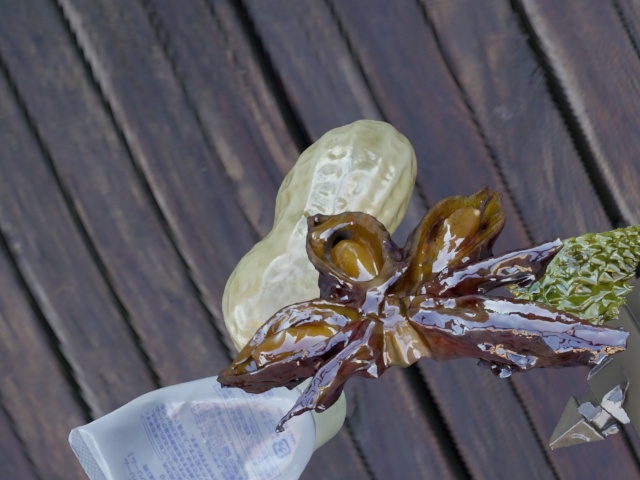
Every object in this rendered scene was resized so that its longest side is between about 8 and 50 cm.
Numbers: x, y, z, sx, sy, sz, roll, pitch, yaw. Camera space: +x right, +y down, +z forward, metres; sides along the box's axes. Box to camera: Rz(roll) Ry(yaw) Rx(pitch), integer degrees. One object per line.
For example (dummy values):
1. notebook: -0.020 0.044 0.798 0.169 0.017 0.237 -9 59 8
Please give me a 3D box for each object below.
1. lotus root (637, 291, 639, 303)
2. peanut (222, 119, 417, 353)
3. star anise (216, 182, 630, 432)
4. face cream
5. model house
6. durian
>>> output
1. lotus root: 0.339 0.000 1.297 0.183 0.077 0.090 -38 112 -3
2. peanut: 0.000 0.000 1.678 0.147 0.147 0.306 25 70 6
3. star anise: 0.041 0.020 0.725 0.212 0.157 0.053 -19 126 23
4. face cream: -0.068 0.138 1.005 0.070 0.224 0.114 -39 83 34
5. model house: 0.384 0.184 1.859 0.248 0.181 0.176 -40 122 16
6. durian: 0.301 0.050 1.736 0.186 0.119 0.108 -17 83 2
